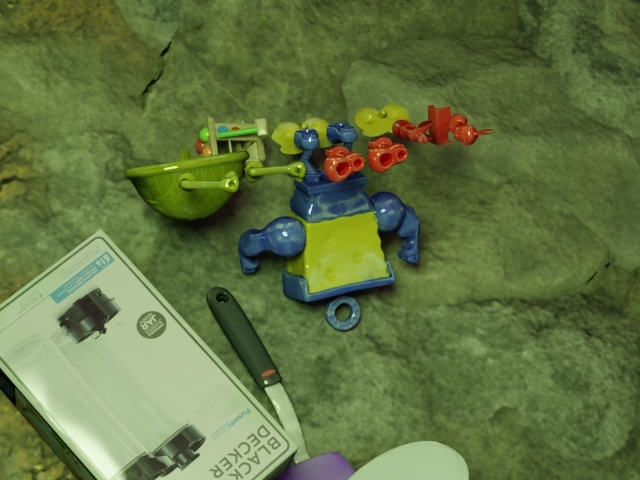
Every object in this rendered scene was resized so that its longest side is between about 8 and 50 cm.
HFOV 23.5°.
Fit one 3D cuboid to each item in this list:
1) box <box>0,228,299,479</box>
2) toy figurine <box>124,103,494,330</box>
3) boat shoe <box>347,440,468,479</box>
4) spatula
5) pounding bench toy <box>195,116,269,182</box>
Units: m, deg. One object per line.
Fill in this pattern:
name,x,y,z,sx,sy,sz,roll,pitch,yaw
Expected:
box,-0.178,0.152,1.465,0.169,0.087,0.290,-38,79,-21
toy figurine,0.000,0.000,1.571,0.363,0.191,0.217,-13,108,-24
boat shoe,0.038,0.321,1.447,0.108,0.102,0.301,26,60,22
spatula,-0.039,0.168,1.550,0.084,0.030,0.296,-19,69,-27
pounding bench toy,-0.096,-0.105,1.654,0.065,0.083,0.052,1,62,-19
